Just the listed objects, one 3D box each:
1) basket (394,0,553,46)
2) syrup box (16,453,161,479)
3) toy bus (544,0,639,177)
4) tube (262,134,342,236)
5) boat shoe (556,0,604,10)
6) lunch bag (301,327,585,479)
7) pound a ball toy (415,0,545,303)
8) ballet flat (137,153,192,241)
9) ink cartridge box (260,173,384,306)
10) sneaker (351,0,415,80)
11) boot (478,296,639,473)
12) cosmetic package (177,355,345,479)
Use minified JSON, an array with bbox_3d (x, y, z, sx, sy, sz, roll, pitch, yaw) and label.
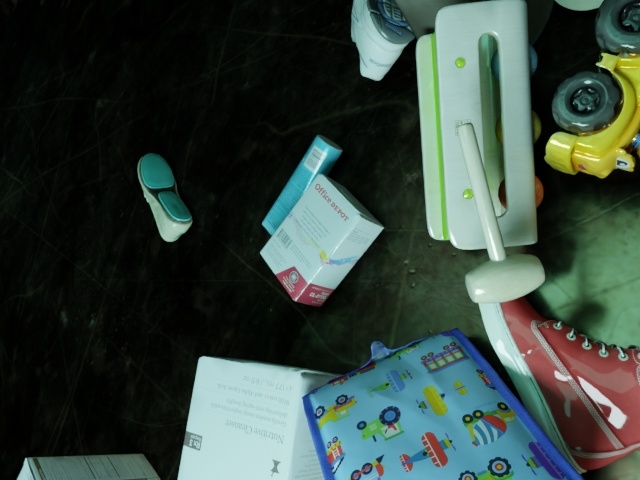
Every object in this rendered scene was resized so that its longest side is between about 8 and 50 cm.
[{"bbox_3d":[0.189,-0.344,0.733,0.204,0.227,0.154,-49,51,16],"label":"basket"},{"bbox_3d":[-0.423,0.457,0.980,0.096,0.237,0.093,29,94,42],"label":"syrup box"},{"bbox_3d":[0.381,-0.150,0.581,0.211,0.149,0.220,32,99,26],"label":"toy bus"},{"bbox_3d":[-0.037,-0.088,0.963,0.207,0.052,0.080,-56,44,18],"label":"tube"},{"bbox_3d":[0.369,-0.329,0.700,0.043,0.049,0.137,-35,38,-27],"label":"boat shoe"},{"bbox_3d":[0.111,0.223,0.605,0.221,0.138,0.293,-25,40,-2],"label":"lunch bag"},{"bbox_3d":[0.203,-0.105,0.622,0.135,0.208,0.319,-6,95,0],"label":"pound a ball toy"},{"bbox_3d":[-0.362,-0.095,1.222,0.086,0.086,0.248,-46,53,20],"label":"ballet flat"},{"bbox_3d":[0.000,0.000,0.882,0.175,0.072,0.127,-52,50,15],"label":"ink cartridge box"},{"bbox_3d":[0.089,-0.400,0.915,0.129,0.111,0.297,121,157,-54],"label":"sneaker"},{"bbox_3d":[0.291,0.110,0.596,0.176,0.088,0.244,-34,64,27],"label":"boot"},{"bbox_3d":[-0.087,0.374,0.779,0.217,0.156,0.385,-3,73,38],"label":"cosmetic package"}]
